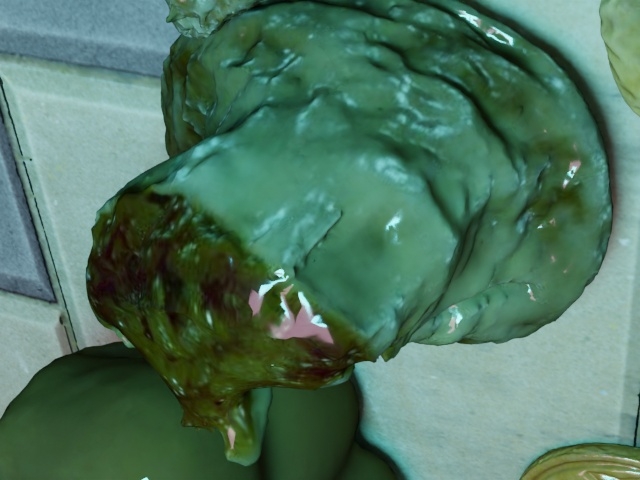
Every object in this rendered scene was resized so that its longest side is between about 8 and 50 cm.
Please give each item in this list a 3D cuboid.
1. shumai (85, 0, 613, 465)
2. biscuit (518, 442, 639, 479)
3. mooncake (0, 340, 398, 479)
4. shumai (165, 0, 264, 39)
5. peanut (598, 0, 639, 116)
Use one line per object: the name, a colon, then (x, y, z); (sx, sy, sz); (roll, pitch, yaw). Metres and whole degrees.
shumai: (0.000, 0.000, 0.877); (0.397, 0.323, 0.324); (23, 132, 14)
biscuit: (0.265, 0.265, 1.145); (0.142, 0.029, 0.221); (37, 136, -1)
mooncake: (-0.123, 0.322, 1.135); (0.262, 0.467, 0.467); (-2, 125, 37)
shumai: (-0.063, -0.239, 0.812); (0.184, 0.184, 0.142); (-16, 115, 39)
peanut: (0.278, -0.100, 0.790); (0.229, 0.098, 0.103); (45, 176, -8)
